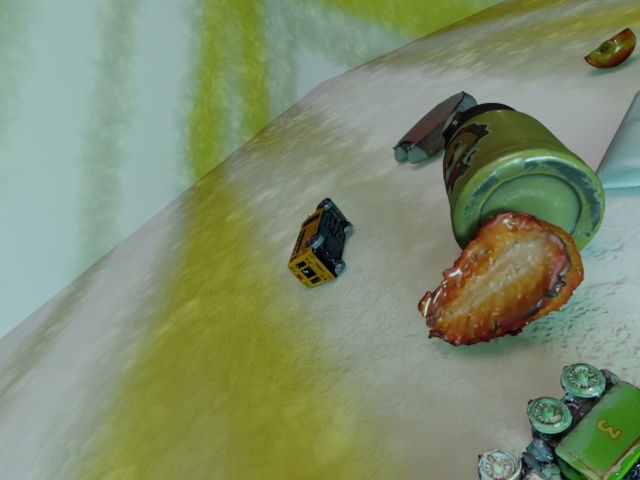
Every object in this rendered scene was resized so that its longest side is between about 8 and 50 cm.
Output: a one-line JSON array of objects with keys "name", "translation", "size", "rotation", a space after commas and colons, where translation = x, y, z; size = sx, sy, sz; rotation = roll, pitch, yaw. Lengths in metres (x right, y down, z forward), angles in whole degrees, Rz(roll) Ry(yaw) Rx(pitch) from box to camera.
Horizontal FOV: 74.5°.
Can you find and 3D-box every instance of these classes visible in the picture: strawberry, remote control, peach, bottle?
[{"name": "strawberry", "translation": [0.207, 0.052, 0.492], "size": [0.188, 0.082, 0.121], "rotation": [-43, 49, 26]}, {"name": "remote control", "translation": [0.499, -0.169, 0.632], "size": [0.103, 0.051, 0.293], "rotation": [2, 39, 50]}, {"name": "peach", "translation": [0.634, -0.407, 0.913], "size": [0.098, 0.061, 0.098], "rotation": [-27, -6, -3]}, {"name": "bottle", "translation": [0.271, -0.111, 0.646], "size": [0.172, 0.171, 0.351], "rotation": [-21, 24, 20]}]

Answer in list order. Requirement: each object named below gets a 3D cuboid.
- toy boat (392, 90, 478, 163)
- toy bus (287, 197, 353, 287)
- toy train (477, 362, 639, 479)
[{"name": "toy boat", "translation": [0.290, -0.262, 1.028], "size": [0.227, 0.085, 0.155], "rotation": [-44, 17, -1]}, {"name": "toy bus", "translation": [0.000, 0.000, 0.832], "size": [0.088, 0.083, 0.194], "rotation": [-29, 25, 28]}, {"name": "toy train", "translation": [0.179, 0.182, 0.324], "size": [0.202, 0.060, 0.081], "rotation": [-38, 32, -12]}]
